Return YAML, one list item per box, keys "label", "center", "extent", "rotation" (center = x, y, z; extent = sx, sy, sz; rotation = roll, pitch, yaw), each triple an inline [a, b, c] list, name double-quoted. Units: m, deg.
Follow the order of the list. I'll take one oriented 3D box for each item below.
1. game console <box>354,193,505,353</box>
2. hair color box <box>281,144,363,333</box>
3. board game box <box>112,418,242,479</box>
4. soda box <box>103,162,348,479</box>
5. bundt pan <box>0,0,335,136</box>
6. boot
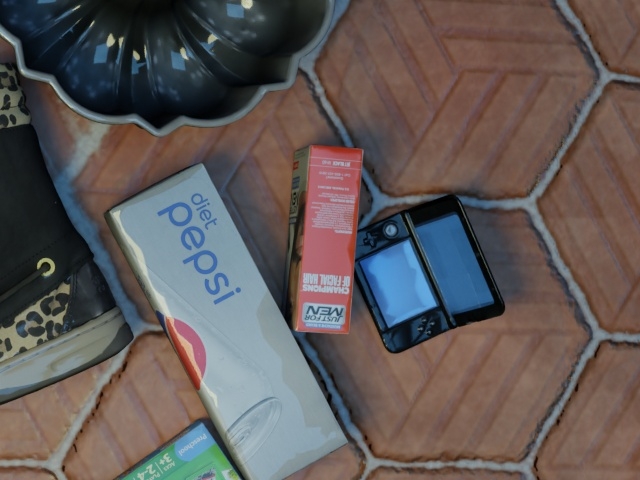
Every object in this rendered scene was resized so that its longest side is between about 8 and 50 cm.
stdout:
- label: "game console"
  center: [0.094, 0.032, 1.662]
  extent: [0.107, 0.071, 0.122]
  rotation: [-24, 93, -11]
- label: "hair color box"
  center: [0.000, 0.000, 1.633]
  extent: [0.053, 0.093, 0.167]
  rotation: [4, 88, -10]
- label: "board game box"
  center: [-0.115, 0.295, 1.633]
  extent: [0.160, 0.039, 0.211]
  rotation: [-35, 97, -10]
- label: "soda box"
  center: [-0.087, 0.078, 1.615]
  extent: [0.098, 0.091, 0.286]
  rotation: [-28, 94, -10]
- label: "bundt pan"
  center: [-0.154, -0.250, 1.580]
  extent: [0.331, 0.124, 0.330]
  rotation: [1, 87, -18]
- label: "boot"
  center: [-0.375, 0.025, 1.534]
  extent: [0.377, 0.138, 0.284]
  rotation: [-18, 94, -15]
